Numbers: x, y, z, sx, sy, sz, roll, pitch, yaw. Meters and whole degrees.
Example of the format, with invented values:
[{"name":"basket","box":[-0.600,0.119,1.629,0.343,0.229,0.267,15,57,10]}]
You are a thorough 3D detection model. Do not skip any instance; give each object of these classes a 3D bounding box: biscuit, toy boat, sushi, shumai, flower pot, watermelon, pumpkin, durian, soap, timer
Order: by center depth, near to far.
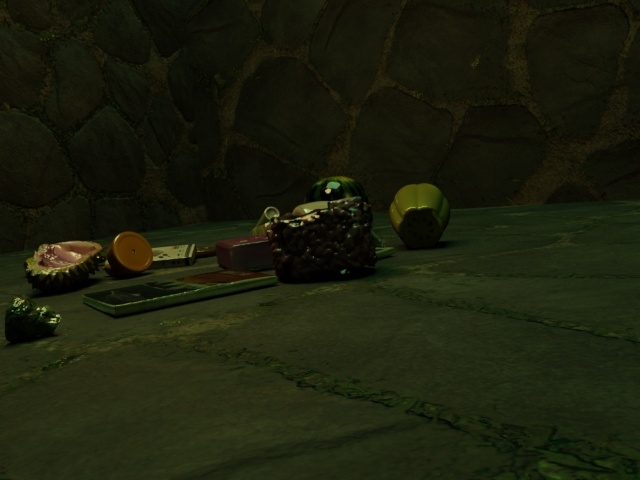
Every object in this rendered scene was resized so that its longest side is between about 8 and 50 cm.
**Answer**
[{"name":"shumai","box":[-0.500,0.139,1.032,0.080,0.082,0.083,3,46,-4]},{"name":"sushi","box":[0.000,0.000,1.440,0.270,0.170,0.236,-9,5,9]},{"name":"durian","box":[-0.706,0.079,1.655,0.191,0.112,0.341,1,11,-19]},{"name":"soap","box":[-0.196,0.034,1.714,0.181,0.081,0.259,-7,6,-18]},{"name":"timer","box":[-0.597,0.061,1.762,0.152,0.132,0.132,-29,-9,35]},{"name":"toy boat","box":[0.150,0.003,1.788,0.066,0.084,0.210,-12,17,-16]},{"name":"flower pot","box":[0.305,-0.063,1.808,0.195,0.195,0.179,-4,19,10]},{"name":"biscuit","box":[-0.469,0.048,2.076,0.236,0.039,0.180,-7,5,-38]},{"name":"pumpkin","box":[-0.165,-0.018,2.135,0.217,0.110,0.217,-12,7,1]},{"name":"watermelon","box":[0.066,-0.141,2.407,0.269,0.269,0.269,-5,6,1]}]

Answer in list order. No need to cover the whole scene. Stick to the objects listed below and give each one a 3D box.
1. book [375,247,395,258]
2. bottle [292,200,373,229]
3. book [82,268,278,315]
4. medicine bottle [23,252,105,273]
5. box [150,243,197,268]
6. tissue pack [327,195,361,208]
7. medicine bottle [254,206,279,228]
[{"name":"book","box":[0.073,0.042,1.681,0.232,0.022,0.162,1,12,44]},{"name":"bottle","box":[0.047,-0.053,1.730,0.237,0.147,0.147,-14,9,-24]},{"name":"book","box":[-0.321,0.111,1.349,0.374,0.028,0.262,-10,6,-35]},{"name":"medicine bottle","box":[-0.872,0.074,2.025,0.261,0.064,0.095,-9,7,-41]},{"name":"box","box":[-0.533,0.057,1.914,0.247,0.033,0.129,-6,20,-5]},{"name":"tissue pack","box":[0.074,-0.037,1.606,0.065,0.155,0.115,-1,10,28]},{"name":"medicine bottle","box":[-0.215,-0.054,2.259,0.059,0.059,0.231,-8,-20,-23]}]
